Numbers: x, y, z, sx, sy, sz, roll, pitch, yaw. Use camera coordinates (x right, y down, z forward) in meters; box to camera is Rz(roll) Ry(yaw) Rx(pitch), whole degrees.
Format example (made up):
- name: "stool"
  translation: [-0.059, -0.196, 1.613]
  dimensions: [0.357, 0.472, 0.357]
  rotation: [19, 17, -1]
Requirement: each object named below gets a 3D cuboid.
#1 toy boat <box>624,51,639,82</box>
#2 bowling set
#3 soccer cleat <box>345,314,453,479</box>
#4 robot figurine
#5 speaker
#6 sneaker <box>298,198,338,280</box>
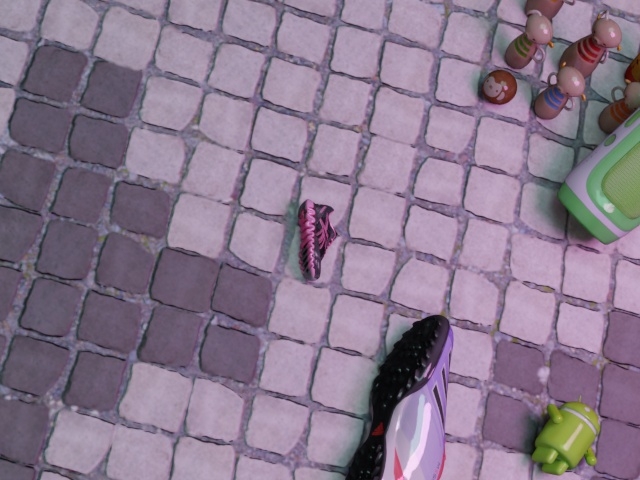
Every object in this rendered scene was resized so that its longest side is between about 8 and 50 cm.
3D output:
- name: "toy boat"
  translation: [0.610, -0.189, 1.835]
  dimensions: [0.318, 0.148, 0.267]
  rotation: [45, 69, 2]
- name: "bowling set"
  translation: [0.357, -0.264, 1.794]
  dimensions: [0.200, 0.154, 0.287]
  rotation: [-31, 82, -20]
- name: "soccer cleat"
  translation: [0.128, 0.257, 1.620]
  dimensions: [0.116, 0.108, 0.318]
  rotation: [32, 66, -24]
- name: "robot figurine"
  translation: [0.348, 0.275, 1.673]
  dimensions: [0.101, 0.067, 0.115]
  rotation: [48, 67, -15]
- name: "speaker"
  translation: [0.489, -0.131, 1.730]
  dimensions: [0.131, 0.131, 0.296]
  rotation: [46, 105, 3]
- name: "sneaker"
  translation: [0.000, 0.000, 1.691]
  dimensions: [0.057, 0.047, 0.119]
  rotation: [7, 73, -23]
